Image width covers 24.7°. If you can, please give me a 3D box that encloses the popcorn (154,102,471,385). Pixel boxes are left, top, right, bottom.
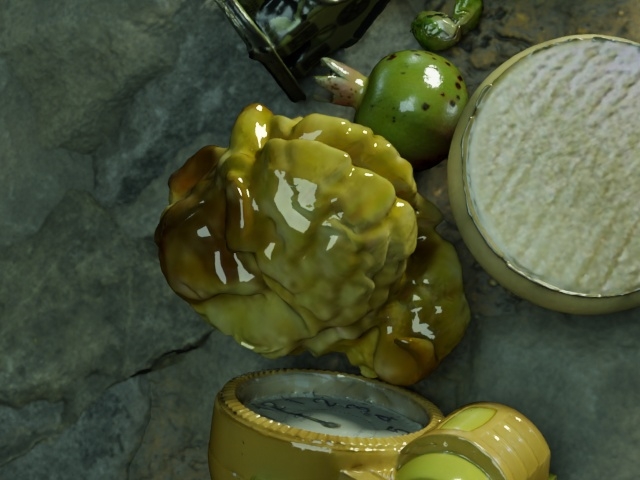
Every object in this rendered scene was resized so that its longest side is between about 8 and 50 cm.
[{"bbox_3d":[0.000,0.000,1.426,0.332,0.225,0.265,34,136,10],"label":"popcorn"}]

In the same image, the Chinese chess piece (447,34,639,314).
[{"bbox_3d":[0.257,-0.063,1.404,0.270,0.112,0.270,0,86,2],"label":"Chinese chess piece"}]

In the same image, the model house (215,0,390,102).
[{"bbox_3d":[0.005,-0.316,1.497,0.279,0.218,0.205,-38,76,3],"label":"model house"}]

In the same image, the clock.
[{"bbox_3d":[0.041,0.231,1.385,0.317,0.244,0.200,16,101,21],"label":"clock"}]

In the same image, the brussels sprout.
[{"bbox_3d":[0.136,-0.231,1.528,0.083,0.046,0.051,-35,80,7],"label":"brussels sprout"}]

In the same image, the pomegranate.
[{"bbox_3d":[0.071,-0.130,1.485,0.159,0.129,0.129,-4,80,5],"label":"pomegranate"}]
